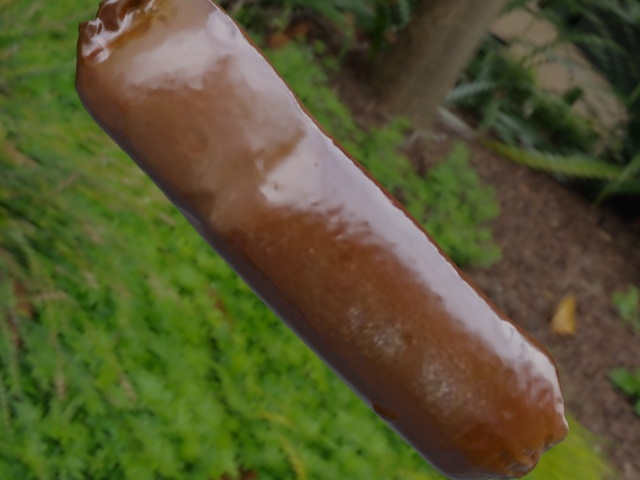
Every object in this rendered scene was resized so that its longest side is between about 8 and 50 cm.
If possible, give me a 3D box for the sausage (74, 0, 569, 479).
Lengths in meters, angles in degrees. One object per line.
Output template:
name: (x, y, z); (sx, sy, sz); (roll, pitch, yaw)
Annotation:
sausage: (-0.001, 0.000, 0.892); (0.348, 0.097, 0.094); (46, -13, -9)
